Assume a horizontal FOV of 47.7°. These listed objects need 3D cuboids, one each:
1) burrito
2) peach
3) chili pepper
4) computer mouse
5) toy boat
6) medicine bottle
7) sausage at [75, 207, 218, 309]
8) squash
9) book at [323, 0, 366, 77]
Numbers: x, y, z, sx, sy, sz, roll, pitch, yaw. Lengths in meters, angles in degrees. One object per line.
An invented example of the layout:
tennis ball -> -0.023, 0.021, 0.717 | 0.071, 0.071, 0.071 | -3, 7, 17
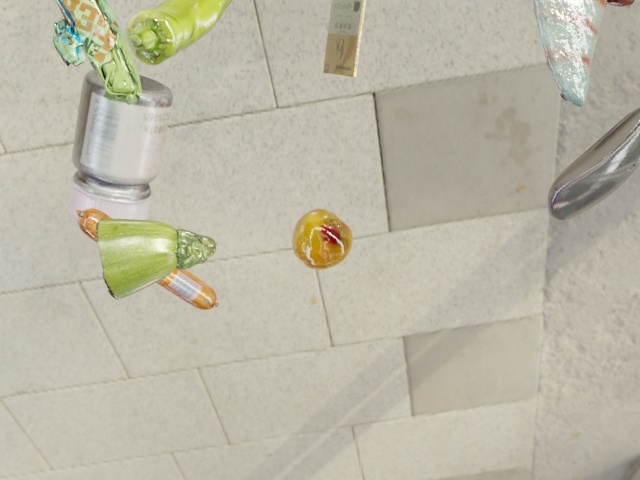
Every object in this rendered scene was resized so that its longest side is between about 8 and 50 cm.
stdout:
burrito -> -0.375, -0.338, 1.127 | 0.104, 0.054, 0.288 | -28, 108, -10
peach -> 0.000, 0.000, 1.641 | 0.138, 0.138, 0.138 | -3, 131, -3
chili pepper -> -0.079, -0.188, 0.516 | 0.043, 0.208, 0.049 | -12, 134, 44
computer mouse -> 0.449, -0.117, 1.126 | 0.232, 0.057, 0.120 | -40, 148, -2
toy boat -> 0.412, -0.364, 1.176 | 0.206, 0.096, 0.283 | 16, 85, -21
medicine bottle -> -0.380, -0.169, 1.359 | 0.165, 0.165, 0.274 | 11, 113, -15
sausage -> -0.312, 0.042, 1.340 | 0.053, 0.053, 0.347 | -33, 130, 21
squash -> -0.200, 0.011, 0.904 | 0.132, 0.105, 0.105 | -11, 131, 1
book -> 0.052, -0.450, 1.585 | 0.012, 0.118, 0.172 | -3, 107, -35
